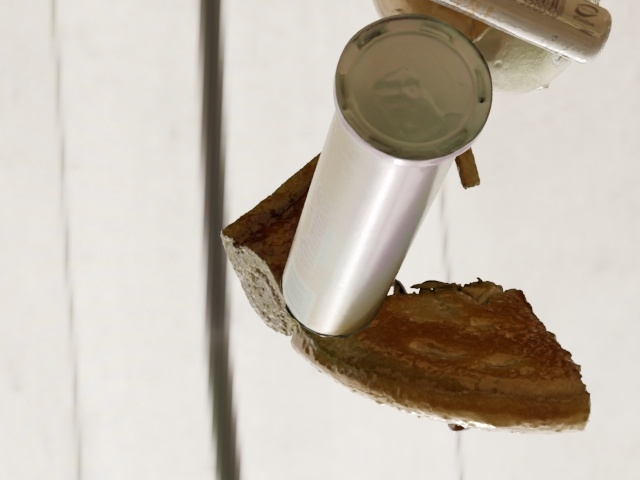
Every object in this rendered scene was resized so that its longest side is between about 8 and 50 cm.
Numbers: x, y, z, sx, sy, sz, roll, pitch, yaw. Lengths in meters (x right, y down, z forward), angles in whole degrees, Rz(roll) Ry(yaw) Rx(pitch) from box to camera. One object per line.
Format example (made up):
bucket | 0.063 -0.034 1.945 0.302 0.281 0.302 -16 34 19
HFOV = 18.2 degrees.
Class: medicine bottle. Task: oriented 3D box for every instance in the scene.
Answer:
medicine bottle | 0.035 -0.034 1.521 0.108 0.108 0.426 1 161 -7

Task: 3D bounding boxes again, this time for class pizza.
pizza | 0.123 0.103 1.781 0.289 0.081 0.229 11 -153 23

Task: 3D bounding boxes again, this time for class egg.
egg | 0.152 -0.250 1.935 0.244 0.201 0.201 39 -154 11

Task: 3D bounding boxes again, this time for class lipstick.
lipstick | 0.112 -0.151 1.239 0.141 0.040 0.040 21 -166 -9

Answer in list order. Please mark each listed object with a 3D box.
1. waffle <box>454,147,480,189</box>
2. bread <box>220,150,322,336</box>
waffle | 0.109 -0.111 1.693 0.021 0.135 0.092 -15 -176 5
bread | 0.000 0.000 1.976 0.172 0.132 0.103 -39 -149 -26
